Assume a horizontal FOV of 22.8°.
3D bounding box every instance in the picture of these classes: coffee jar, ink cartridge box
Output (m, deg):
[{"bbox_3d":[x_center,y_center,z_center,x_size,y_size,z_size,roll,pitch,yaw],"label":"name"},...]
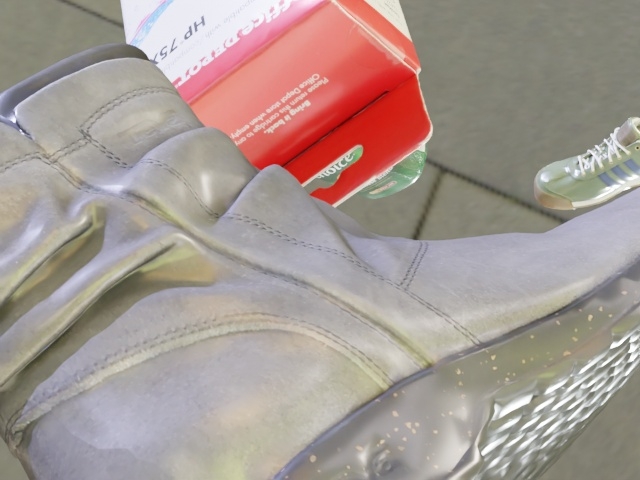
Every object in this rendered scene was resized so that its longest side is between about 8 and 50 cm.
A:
[{"bbox_3d":[0.007,-0.101,1.512,0.096,0.184,0.079,-23,59,46],"label":"coffee jar"},{"bbox_3d":[-0.032,-0.117,0.861,0.134,0.078,0.231,-35,44,22],"label":"ink cartridge box"}]

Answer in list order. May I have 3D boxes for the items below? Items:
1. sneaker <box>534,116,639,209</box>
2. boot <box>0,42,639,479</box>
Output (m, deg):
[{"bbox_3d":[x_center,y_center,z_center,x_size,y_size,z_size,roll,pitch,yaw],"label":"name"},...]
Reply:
[{"bbox_3d":[0.317,-0.094,1.671,0.192,0.086,0.064,-11,48,1],"label":"sneaker"},{"bbox_3d":[0.000,0.000,0.586,0.222,0.338,0.118,42,127,18],"label":"boot"}]
